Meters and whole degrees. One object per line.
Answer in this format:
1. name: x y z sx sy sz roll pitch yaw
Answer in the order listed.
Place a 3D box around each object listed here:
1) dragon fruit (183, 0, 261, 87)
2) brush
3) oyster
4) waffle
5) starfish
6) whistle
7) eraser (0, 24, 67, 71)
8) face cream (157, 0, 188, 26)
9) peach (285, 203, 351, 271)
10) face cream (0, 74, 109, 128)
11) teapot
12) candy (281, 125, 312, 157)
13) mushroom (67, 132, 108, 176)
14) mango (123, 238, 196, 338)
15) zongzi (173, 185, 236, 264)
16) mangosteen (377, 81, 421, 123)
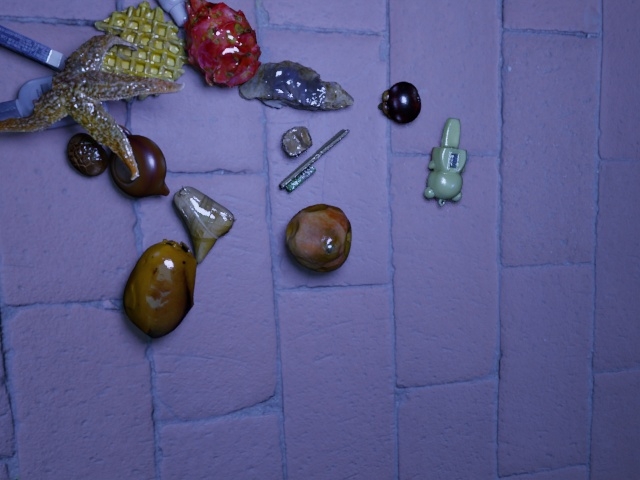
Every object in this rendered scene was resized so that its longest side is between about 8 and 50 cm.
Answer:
1. dragon fruit: -0.286 -0.565 1.345 0.205 0.210 0.268 -29 106 21
2. brush: -0.014 -0.251 1.505 0.282 0.054 0.048 -43 111 -4
3. oyster: -0.067 -0.462 1.441 0.342 0.110 0.166 21 86 0
4. waffle: -0.518 -0.538 1.370 0.261 0.056 0.249 -33 102 -9
5. starfish: -0.590 -0.366 1.249 0.384 0.132 0.397 31 81 -4
6. whistle: 0.416 -0.255 1.564 0.131 0.106 0.288 5 96 -10
7. eraser: -0.802 -0.526 1.295 0.213 0.092 0.046 22 90 -14
8. face cream: -0.453 -0.737 1.349 0.082 0.082 0.268 -32 101 -7
9. peach: 0.000 0.000 1.445 0.215 0.235 0.214 -1 103 -4
10. face cream: -0.754 -0.383 1.329 0.292 0.071 0.143 -17 97 -10
11. teapot: -0.523 -0.230 1.376 0.178 0.135 0.252 -36 83 23
12. candy: -0.074 -0.306 1.459 0.096 0.110 0.085 -22 109 2
13. mushroom: -0.662 -0.244 1.354 0.126 0.085 0.109 36 86 3
14. mango: -0.467 0.138 1.403 0.202 0.153 0.287 12 95 -18
15. zongzi: -0.382 -0.046 1.434 0.195 0.099 0.197 37 95 -13
16. mangosteen: 0.249 -0.435 1.514 0.140 0.140 0.139 -1 96 -11
